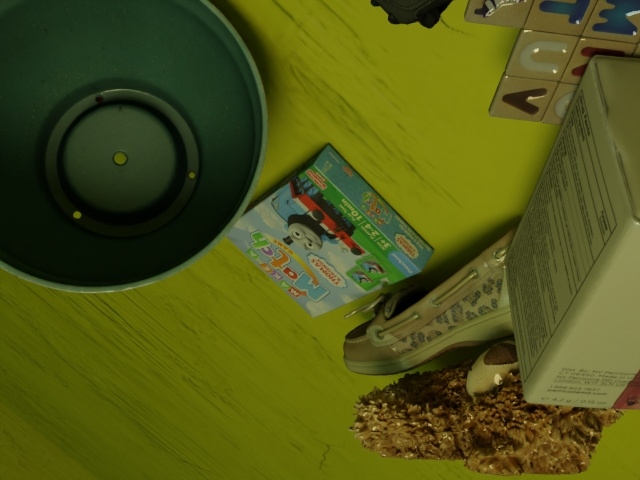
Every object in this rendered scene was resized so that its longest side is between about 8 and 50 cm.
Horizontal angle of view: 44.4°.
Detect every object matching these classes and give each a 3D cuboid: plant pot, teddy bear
[{"bbox_3d":[-0.203,-0.093,0.767,0.293,0.293,0.196,38,172,-3],"label":"plant pot"},{"bbox_3d":[0.151,0.162,0.799,0.245,0.113,0.338,-2,171,2],"label":"teddy bear"}]

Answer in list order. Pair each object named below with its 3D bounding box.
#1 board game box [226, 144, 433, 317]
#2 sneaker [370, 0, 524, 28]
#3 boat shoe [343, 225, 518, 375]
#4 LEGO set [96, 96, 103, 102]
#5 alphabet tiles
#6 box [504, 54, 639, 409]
[{"bbox_3d":[0.000,0.000,0.877,0.160,0.039,0.211,44,145,-12],"label":"board game box"},{"bbox_3d":[0.037,-0.216,0.547,0.276,0.098,0.135,14,137,25],"label":"sneaker"},{"bbox_3d":[0.119,0.066,0.814,0.285,0.104,0.089,-28,96,42],"label":"boat shoe"},{"bbox_3d":[-0.368,-0.168,0.946,0.227,0.087,0.093,34,144,4],"label":"LEGO set"},{"bbox_3d":[0.195,-0.158,0.487,0.198,0.009,0.237,6,142,-4],"label":"alphabet tiles"},{"bbox_3d":[0.229,0.006,0.569,0.126,0.149,0.232,4,143,-2],"label":"box"}]
